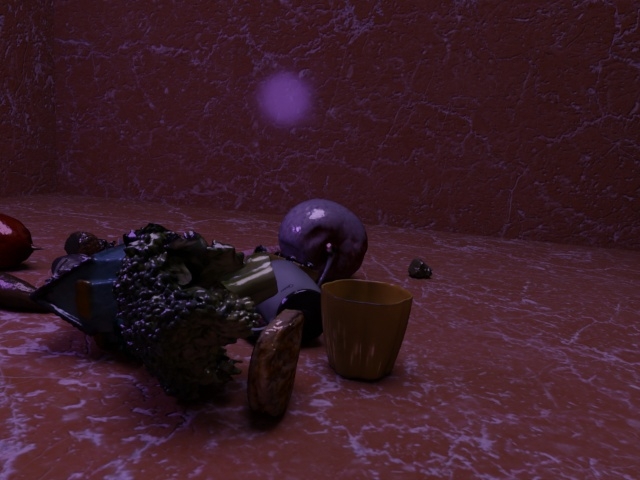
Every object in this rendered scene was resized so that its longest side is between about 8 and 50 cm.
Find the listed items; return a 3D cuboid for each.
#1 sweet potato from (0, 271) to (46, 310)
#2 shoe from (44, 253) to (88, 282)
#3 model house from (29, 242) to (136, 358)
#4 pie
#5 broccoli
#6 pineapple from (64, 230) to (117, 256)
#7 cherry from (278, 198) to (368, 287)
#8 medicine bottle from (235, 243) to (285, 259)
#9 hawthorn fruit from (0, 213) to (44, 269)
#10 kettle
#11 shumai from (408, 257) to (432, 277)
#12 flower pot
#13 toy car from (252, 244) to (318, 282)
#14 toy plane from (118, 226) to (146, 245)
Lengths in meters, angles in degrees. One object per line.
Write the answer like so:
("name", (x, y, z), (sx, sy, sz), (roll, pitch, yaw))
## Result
("sweet potato", (-0.808, 0.126, 1.317), (0.285, 0.085, 0.112), (8, 6, 16))
("shoe", (-0.698, 0.102, 1.392), (0.292, 0.109, 0.149), (17, 7, 33))
("model house", (-0.487, 0.129, 1.128), (0.248, 0.230, 0.280), (-5, 7, 4))
("pie", (-0.081, 0.210, 0.898), (0.084, 0.179, 0.205), (10, 4, 4))
("broccoli", (-0.233, 0.121, 0.912), (0.338, 0.317, 0.277), (45, 13, -52))
("pineapple", (-0.842, 0.023, 1.875), (0.108, 0.108, 0.197), (9, -1, 22))
("cherry", (-0.010, -0.004, 1.789), (0.334, 0.292, 0.326), (28, 7, 39))
("medicine bottle", (-0.261, 0.074, 1.775), (0.108, 0.108, 0.426), (11, 11, 32))
("hawthorn fruit", (-1.034, 0.008, 1.652), (0.251, 0.190, 0.189), (16, 7, -16))
("kettle", (-0.097, 0.168, 1.254), (0.221, 0.161, 0.236), (-28, 22, -14))
("shumai", (0.391, 0.117, 1.962), (0.080, 0.082, 0.083), (37, 26, -30))
("flower pot", (0.091, 0.189, 1.076), (0.195, 0.179, 0.195), (4, 9, -1))
("toy car", (-0.129, 0.101, 1.612), (0.101, 0.125, 0.256), (27, -8, -42))
("toy plane", (-0.491, 0.098, 1.441), (0.101, 0.251, 0.255), (-18, -33, 21))
